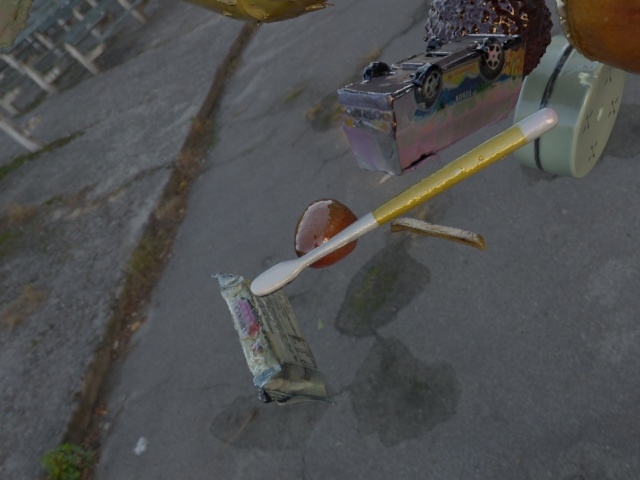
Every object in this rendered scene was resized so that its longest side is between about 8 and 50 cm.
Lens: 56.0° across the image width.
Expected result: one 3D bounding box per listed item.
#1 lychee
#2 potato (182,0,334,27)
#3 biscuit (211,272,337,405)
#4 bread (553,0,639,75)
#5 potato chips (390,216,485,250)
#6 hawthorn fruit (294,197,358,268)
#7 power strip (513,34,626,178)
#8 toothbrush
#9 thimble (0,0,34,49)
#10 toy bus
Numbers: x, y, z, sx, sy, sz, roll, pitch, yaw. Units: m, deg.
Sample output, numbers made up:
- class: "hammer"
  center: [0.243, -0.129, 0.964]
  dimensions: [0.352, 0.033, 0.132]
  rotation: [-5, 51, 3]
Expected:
- class: "lychee"
  center: [0.341, -0.434, 1.235]
  dimensions: [0.300, 0.264, 0.264]
  rotation: [-61, 31, 2]
- class: "potato"
  center: [-0.090, -0.320, 0.663]
  dimensions: [0.300, 0.140, 0.173]
  rotation: [23, 35, 31]
- class: "biscuit"
  center: [-0.096, 0.187, 1.167]
  dimensions: [0.079, 0.186, 0.309]
  rotation: [-44, 51, 21]
- class: "bread"
  center: [0.281, -0.196, 0.402]
  dimensions: [0.250, 0.179, 0.133]
  rotation: [6, 50, -3]
- class: "potato chips"
  center: [0.186, -0.014, 0.993]
  dimensions: [0.204, 0.037, 0.026]
  rotation: [13, 57, 50]
- class: "hawthorn fruit"
  center: [0.000, 0.000, 1.740]
  dimensions: [0.199, 0.199, 0.251]
  rotation: [-9, 31, 42]
- class: "power strip"
  center: [0.626, -0.327, 1.514]
  dimensions: [0.161, 0.357, 0.358]
  rotation: [22, 66, 34]
- class: "toothbrush"
  center: [0.066, -0.029, 0.503]
  dimensions: [0.288, 0.021, 0.024]
  rotation: [-30, 4, 7]
- class: "thimble"
  center: [-0.530, -0.360, 0.821]
  dimensions: [0.172, 0.250, 0.205]
  rotation: [-67, 21, 0]
- class: "toy bus"
  center: [0.160, -0.196, 0.827]
  dimensions: [0.112, 0.138, 0.317]
  rotation: [19, 40, 42]
